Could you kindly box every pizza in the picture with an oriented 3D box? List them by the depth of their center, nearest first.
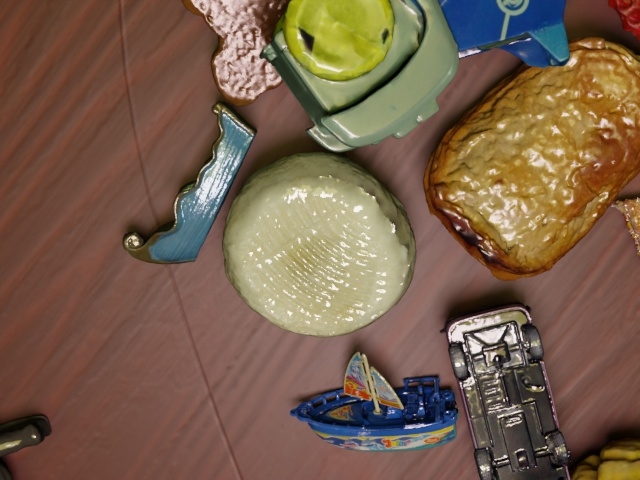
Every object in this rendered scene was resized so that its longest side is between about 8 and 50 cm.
[{"bbox_3d":[0.364,-0.019,1.216,0.099,0.029,0.100,-31,97,-4],"label":"pizza"}]

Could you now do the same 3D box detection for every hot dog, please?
[{"bbox_3d":[0.227,-0.085,1.169,0.259,0.114,0.175,-43,89,-4],"label":"hot dog"}]

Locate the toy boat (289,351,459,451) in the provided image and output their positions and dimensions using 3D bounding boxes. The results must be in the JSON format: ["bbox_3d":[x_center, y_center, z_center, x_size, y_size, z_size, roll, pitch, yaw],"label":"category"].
[{"bbox_3d":[0.052,0.160,1.210,0.175,0.091,0.110,-7,115,7],"label":"toy boat"}]

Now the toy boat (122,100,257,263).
[{"bbox_3d":[-0.134,-0.056,1.196,0.077,0.075,0.185,26,100,-5],"label":"toy boat"}]

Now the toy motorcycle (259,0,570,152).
[{"bbox_3d":[0.116,-0.207,1.084,0.326,0.191,0.200,-34,95,-3],"label":"toy motorcycle"}]

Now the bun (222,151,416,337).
[{"bbox_3d":[0.000,0.000,1.176,0.196,0.118,0.195,1,112,2],"label":"bun"}]

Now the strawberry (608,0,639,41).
[{"bbox_3d":[0.418,-0.249,1.104,0.261,0.258,0.261,-8,104,-34],"label":"strawberry"}]

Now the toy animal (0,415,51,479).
[{"bbox_3d":[-0.334,0.297,1.235,0.146,0.114,0.245,-19,74,-3],"label":"toy animal"}]

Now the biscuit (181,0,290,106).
[{"bbox_3d":[-0.019,-0.264,1.172,0.208,0.041,0.290,30,103,-18],"label":"biscuit"}]

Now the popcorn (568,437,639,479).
[{"bbox_3d":[0.331,0.323,1.195,0.203,0.226,0.200,16,139,-37],"label":"popcorn"}]

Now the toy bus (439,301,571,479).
[{"bbox_3d":[0.189,0.161,1.199,0.096,0.108,0.198,-14,97,3],"label":"toy bus"}]
